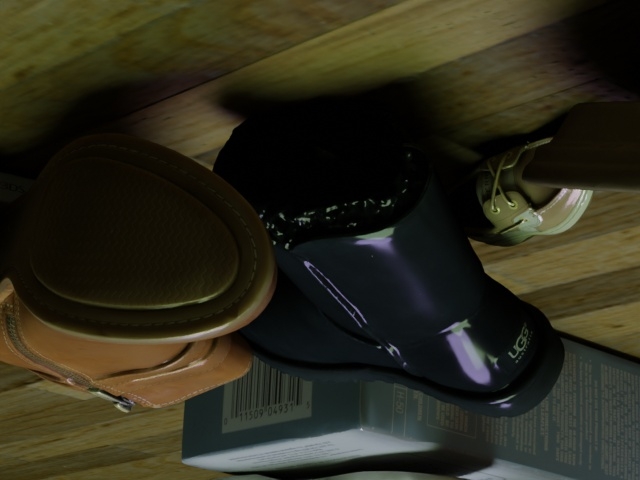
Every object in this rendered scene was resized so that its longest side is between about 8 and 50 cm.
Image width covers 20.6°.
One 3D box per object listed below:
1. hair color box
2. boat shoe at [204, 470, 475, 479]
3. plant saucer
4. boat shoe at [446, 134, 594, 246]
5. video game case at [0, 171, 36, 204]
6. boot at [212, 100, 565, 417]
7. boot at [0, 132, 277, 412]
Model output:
[{"bbox_3d":[0.099,0.135,1.318,0.374,0.114,0.185,20,155,-40],"label":"hair color box"},{"bbox_3d":[0.012,0.203,1.228,0.254,0.079,0.095,-7,159,29],"label":"boat shoe"},{"bbox_3d":[0.229,-0.041,0.781,0.278,0.041,0.278,0,-176,0],"label":"plant saucer"},{"bbox_3d":[0.104,-0.025,0.952,0.045,0.050,0.135,3,162,-20],"label":"boat shoe"},{"bbox_3d":[-0.183,0.006,1.113,0.183,0.023,0.201,13,159,-29],"label":"video game case"},{"bbox_3d":[0.000,0.000,0.983,0.246,0.094,0.207,15,154,42],"label":"boot"},{"bbox_3d":[-0.098,0.042,0.965,0.283,0.109,0.220,-2,154,33],"label":"boot"}]
